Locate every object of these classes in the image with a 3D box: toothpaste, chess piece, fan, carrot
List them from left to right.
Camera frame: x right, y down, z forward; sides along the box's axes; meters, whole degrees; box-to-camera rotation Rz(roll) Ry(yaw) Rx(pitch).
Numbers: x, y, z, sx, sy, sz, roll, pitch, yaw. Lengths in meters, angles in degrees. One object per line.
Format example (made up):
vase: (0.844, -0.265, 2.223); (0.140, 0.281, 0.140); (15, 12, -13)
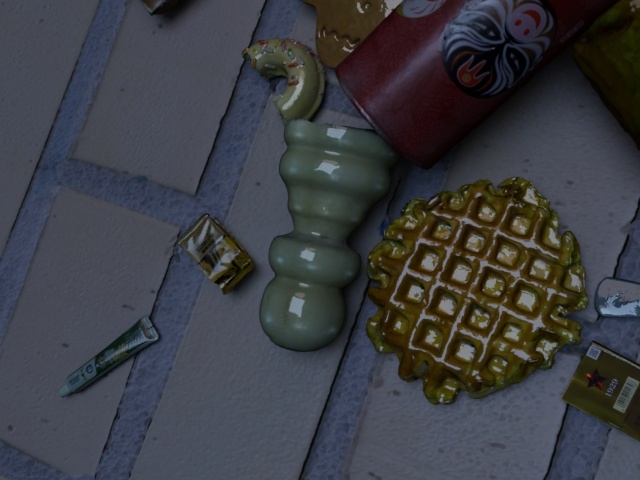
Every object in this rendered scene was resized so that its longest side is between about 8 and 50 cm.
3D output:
toothpaste: (-0.355, 0.199, 1.284); (0.204, 0.031, 0.049); (-36, 71, 8)
chess piece: (0.000, 0.000, 1.133); (0.182, 0.182, 0.330); (13, 90, 21)
fan: (0.501, 0.092, 0.998); (0.282, 0.023, 0.057); (8, 76, 28)
carrot: (0.486, -0.196, 0.959); (0.241, 0.241, 0.340); (-36, 69, 10)

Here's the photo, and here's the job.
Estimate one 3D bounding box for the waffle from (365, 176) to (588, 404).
waffle: (0.206, 0.064, 1.095); (0.325, 0.068, 0.302); (-24, 74, 12)

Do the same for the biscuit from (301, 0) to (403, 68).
biscuit: (0.077, -0.444, 1.189); (0.275, 0.052, 0.354); (6, 99, 24)

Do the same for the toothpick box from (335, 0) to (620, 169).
toothpick box: (0.205, -0.279, 1.050); (0.333, 0.204, 0.204); (-41, 69, 22)

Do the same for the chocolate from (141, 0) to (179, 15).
chocolate: (-0.291, -0.523, 1.369); (0.161, 0.083, 0.261); (-44, 68, 25)

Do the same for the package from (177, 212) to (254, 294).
package: (-0.162, 0.024, 1.241); (0.071, 0.047, 0.131); (-47, 71, 3)

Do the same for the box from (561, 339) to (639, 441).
box: (0.398, 0.202, 1.017); (0.133, 0.023, 0.090); (27, 102, 22)

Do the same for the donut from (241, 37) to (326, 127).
donut: (-0.051, -0.266, 1.245); (0.108, 0.065, 0.166); (-30, 71, 14)
